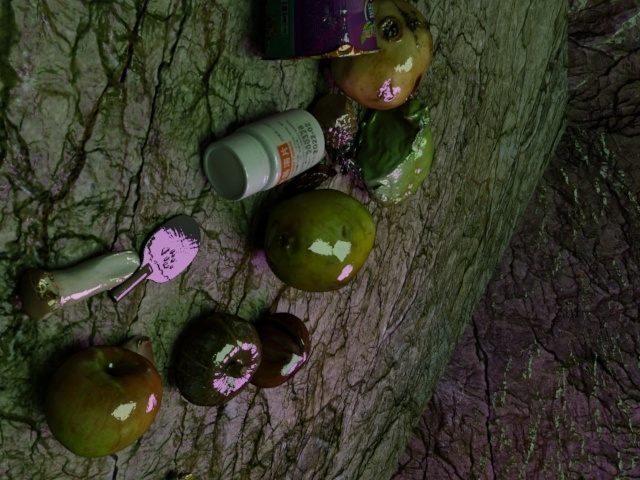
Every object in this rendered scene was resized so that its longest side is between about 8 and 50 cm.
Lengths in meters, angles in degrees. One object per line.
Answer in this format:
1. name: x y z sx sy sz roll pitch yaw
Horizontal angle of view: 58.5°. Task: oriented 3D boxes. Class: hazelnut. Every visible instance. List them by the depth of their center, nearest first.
1. hazelnut: -0.111 0.289 1.471 0.204 0.177 0.178 -40 138 -38

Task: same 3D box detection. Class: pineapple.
1. pineapple: 0.052 -0.258 1.457 0.125 0.125 0.251 -56 151 -19

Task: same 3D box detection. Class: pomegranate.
1. pomegranate: 0.143 -0.444 1.363 0.260 0.260 0.261 -34 135 -43

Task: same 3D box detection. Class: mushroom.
1. mushroom: -0.409 0.065 0.984 0.209 0.071 0.085 -26 100 -51

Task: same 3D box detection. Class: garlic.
1. garlic: -0.367 0.262 1.161 0.084 0.066 0.152 -34 132 -46

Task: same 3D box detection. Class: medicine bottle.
1. medicine bottle: -0.116 -0.184 1.207 0.252 0.144 0.145 -30 132 -44

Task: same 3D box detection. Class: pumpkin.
1. pumpkin: -0.219 0.272 1.307 0.218 0.162 0.219 -27 128 -42

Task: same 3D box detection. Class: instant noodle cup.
1. instant noodle cup: -0.005 -0.465 1.132 0.251 0.251 0.190 -28 121 -47

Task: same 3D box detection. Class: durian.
1. durian: 0.209 -0.240 1.637 0.256 0.204 0.340 -49 155 -5

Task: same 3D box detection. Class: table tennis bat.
1. table tennis bat: -0.325 0.039 1.140 0.234 0.022 0.131 -46 143 -36

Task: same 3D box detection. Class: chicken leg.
1. chicken leg: -0.016 -0.154 1.465 0.205 0.053 0.093 -33 158 -34

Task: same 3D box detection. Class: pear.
1. pear: 0.000 0.000 1.378 0.321 0.268 0.269 3 106 -67

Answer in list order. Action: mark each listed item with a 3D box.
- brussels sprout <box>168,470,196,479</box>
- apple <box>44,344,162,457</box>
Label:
1. brussels sprout: -0.349 0.599 1.421 0.051 0.046 0.083 -58 137 -10
2. apple: -0.390 0.290 1.027 0.196 0.195 0.196 -34 135 -43
